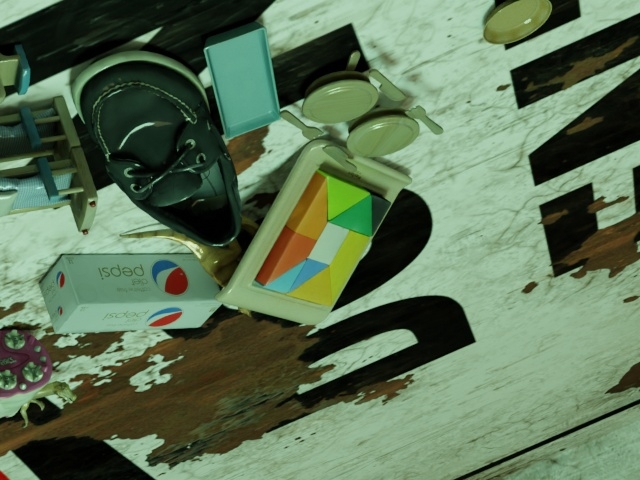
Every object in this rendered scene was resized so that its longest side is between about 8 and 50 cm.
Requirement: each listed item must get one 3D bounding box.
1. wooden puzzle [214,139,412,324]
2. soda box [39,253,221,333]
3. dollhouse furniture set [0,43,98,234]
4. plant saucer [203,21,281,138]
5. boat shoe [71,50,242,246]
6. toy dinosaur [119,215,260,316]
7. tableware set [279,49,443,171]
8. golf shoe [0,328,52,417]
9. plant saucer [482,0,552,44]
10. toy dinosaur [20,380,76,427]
[{"bbox_3d":[0.000,0.000,1.968,0.239,0.044,0.221,-56,147,10],"label":"wooden puzzle"},{"bbox_3d":[-0.230,0.065,1.964,0.216,0.074,0.069,0,147,-40],"label":"soda box"},{"bbox_3d":[-0.285,-0.094,1.528,0.129,0.129,0.184,-11,153,-24],"label":"dollhouse furniture set"},{"bbox_3d":[-0.082,-0.169,1.685,0.067,0.018,0.192,-20,155,-5],"label":"plant saucer"},{"bbox_3d":[-0.158,-0.081,1.681,0.127,0.113,0.340,-22,156,0],"label":"boat shoe"},{"bbox_3d":[-0.127,0.016,1.944,0.211,0.064,0.112,43,76,-32],"label":"toy dinosaur"},{"bbox_3d":[0.045,-0.149,1.810,0.128,0.039,0.194,-23,153,20],"label":"tableware set"},{"bbox_3d":[-0.486,0.199,1.973,0.306,0.115,0.140,-6,150,-29],"label":"golf shoe"},{"bbox_3d":[0.216,-0.249,1.775,0.083,0.015,0.083,-19,156,-9],"label":"plant saucer"},{"bbox_3d":[-0.423,0.202,2.132,0.183,0.053,0.093,10,124,-30],"label":"toy dinosaur"}]
